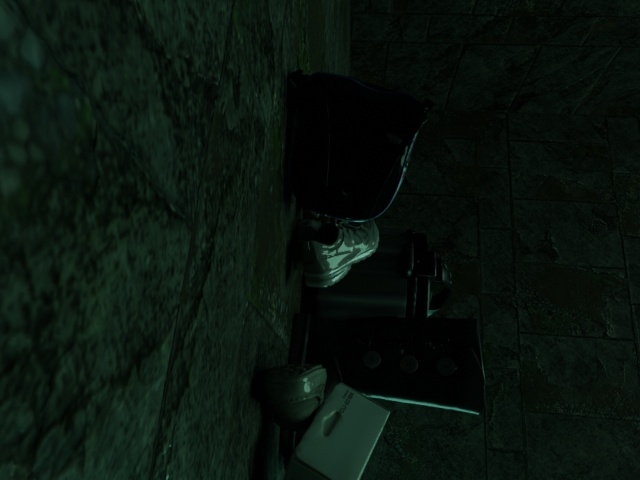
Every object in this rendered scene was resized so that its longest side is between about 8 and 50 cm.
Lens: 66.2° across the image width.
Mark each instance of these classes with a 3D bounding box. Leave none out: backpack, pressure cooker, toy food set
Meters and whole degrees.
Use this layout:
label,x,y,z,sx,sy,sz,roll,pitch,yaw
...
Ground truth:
label,x,y,z,sx,sy,sz,roll,pitch,yaw
backpack,0.054,-0.171,0.979,0.213,0.276,0.263,11,95,-84
pressure cooker,0.172,0.135,1.450,0.370,0.420,0.375,-71,164,-76
toy food set,0.000,0.000,1.182,0.232,0.104,0.111,-76,169,-65

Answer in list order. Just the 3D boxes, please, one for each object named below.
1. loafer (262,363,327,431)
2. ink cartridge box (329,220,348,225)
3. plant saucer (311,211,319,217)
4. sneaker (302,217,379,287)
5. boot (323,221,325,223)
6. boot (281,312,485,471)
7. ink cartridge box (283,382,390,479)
label,x,y,z,sx,sy,sz,roll,pitch,yaw
loafer,-0.040,0.278,0.867,0.319,0.112,0.111,79,6,-73
ink cartridge box,0.050,-0.176,1.317,0.189,0.097,0.255,-120,-159,-46
plant saucer,-0.016,-0.104,1.200,0.018,0.067,0.192,-43,-172,14
sneaker,0.052,-0.006,1.100,0.281,0.105,0.115,-44,128,-53
boot,0.056,0.009,1.865,0.223,0.118,0.338,95,4,-73
boot,0.147,0.354,1.126,0.146,0.445,0.367,78,16,-72
ink cartridge box,0.011,0.431,0.898,0.197,0.114,0.273,-43,152,-54
